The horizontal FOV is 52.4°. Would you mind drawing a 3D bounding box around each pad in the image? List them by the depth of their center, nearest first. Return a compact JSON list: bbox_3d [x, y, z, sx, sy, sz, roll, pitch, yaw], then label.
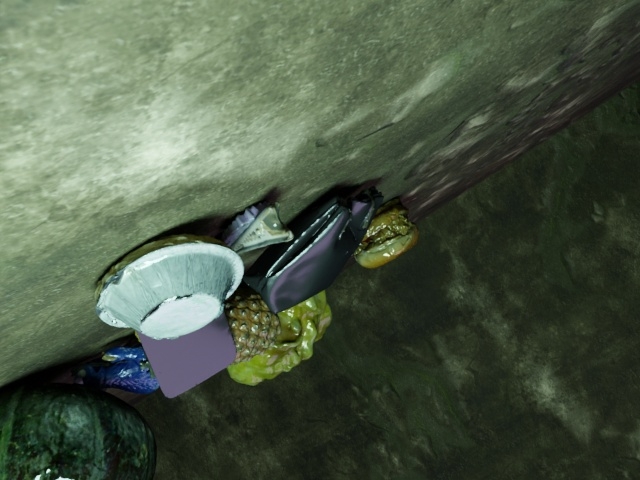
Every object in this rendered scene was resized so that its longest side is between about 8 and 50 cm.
[{"bbox_3d":[-0.269,0.186,1.306,0.181,0.267,0.004,-29,-144,-26],"label":"pad"}]

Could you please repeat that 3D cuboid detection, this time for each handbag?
[{"bbox_3d":[0.000,0.000,1.432,0.288,0.152,0.342,-47,171,22],"label":"handbag"}]

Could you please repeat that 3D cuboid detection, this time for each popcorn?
[{"bbox_3d":[-0.142,0.223,1.861,0.294,0.292,0.334,-22,-172,42],"label":"popcorn"}]

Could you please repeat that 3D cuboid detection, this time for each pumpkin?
[{"bbox_3d":[-0.562,0.470,1.341,0.455,0.343,0.454,-6,145,-4],"label":"pumpkin"}]

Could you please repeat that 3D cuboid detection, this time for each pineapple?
[{"bbox_3d":[-0.250,0.232,1.431,0.340,0.169,0.169,-23,169,-44],"label":"pineapple"}]

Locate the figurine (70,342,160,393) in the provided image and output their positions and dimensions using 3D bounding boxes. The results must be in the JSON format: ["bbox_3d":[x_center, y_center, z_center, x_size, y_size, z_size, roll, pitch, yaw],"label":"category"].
[{"bbox_3d":[-0.445,0.308,1.527,0.262,0.120,0.164,-8,166,-42],"label":"figurine"}]

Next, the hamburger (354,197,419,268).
[{"bbox_3d":[0.195,-0.012,2.044,0.244,0.163,0.244,-33,173,-4],"label":"hamburger"}]

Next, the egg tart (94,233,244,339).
[{"bbox_3d":[-0.222,0.083,0.995,0.234,0.094,0.234,-21,151,-12],"label":"egg tart"}]

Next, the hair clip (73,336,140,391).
[{"bbox_3d":[-0.505,0.309,1.669,0.257,0.075,0.146,-36,157,-20],"label":"hair clip"}]

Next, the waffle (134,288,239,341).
[{"bbox_3d":[-0.289,0.150,1.521,0.219,0.057,0.229,-37,170,33],"label":"waffle"}]

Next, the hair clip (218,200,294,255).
[{"bbox_3d":[-0.137,0.005,1.137,0.106,0.084,0.292,-29,178,-43],"label":"hair clip"}]
